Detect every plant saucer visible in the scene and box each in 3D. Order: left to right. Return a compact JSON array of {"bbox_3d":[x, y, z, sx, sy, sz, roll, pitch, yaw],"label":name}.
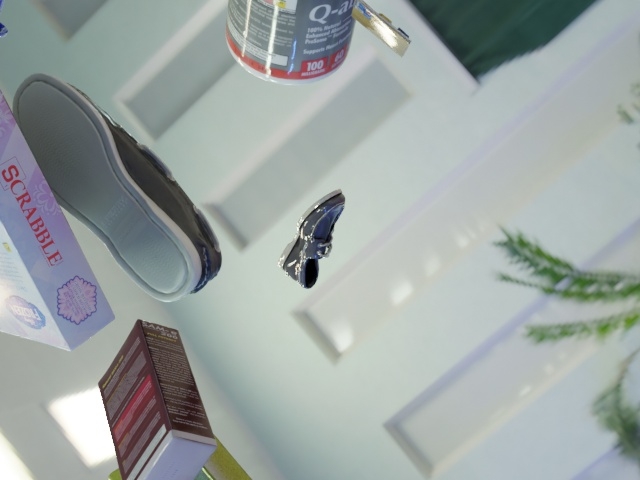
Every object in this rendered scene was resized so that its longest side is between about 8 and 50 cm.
[{"bbox_3d":[-0.210,0.403,1.893,0.188,0.188,0.045,53,-166,-17],"label":"plant saucer"}]

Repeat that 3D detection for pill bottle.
[{"bbox_3d":[-0.031,-0.433,1.854,0.210,0.210,0.363,56,154,28],"label":"pill bottle"}]

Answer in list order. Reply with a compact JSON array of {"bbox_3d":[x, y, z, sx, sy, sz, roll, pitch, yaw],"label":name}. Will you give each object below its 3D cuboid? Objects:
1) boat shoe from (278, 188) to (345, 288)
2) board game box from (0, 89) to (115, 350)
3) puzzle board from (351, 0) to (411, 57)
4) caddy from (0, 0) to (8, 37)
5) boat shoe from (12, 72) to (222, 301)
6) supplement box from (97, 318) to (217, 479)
[{"bbox_3d":[0.000,0.000,1.790,0.075,0.206,0.065,-25,-111,-36],"label":"boat shoe"},{"bbox_3d":[-0.382,-0.050,1.261,0.318,0.066,0.318,7,126,50],"label":"board game box"},{"bbox_3d":[0.086,-0.301,1.692,0.096,0.011,0.128,40,179,-1],"label":"puzzle board"},{"bbox_3d":[-0.698,-0.465,2.104,0.341,0.179,0.241,23,-168,-17],"label":"caddy"},{"bbox_3d":[-0.228,-0.062,1.351,0.303,0.114,0.091,55,-155,3],"label":"boat shoe"},{"bbox_3d":[-0.226,0.234,1.636,0.073,0.130,0.239,19,-153,-33],"label":"supplement box"}]
